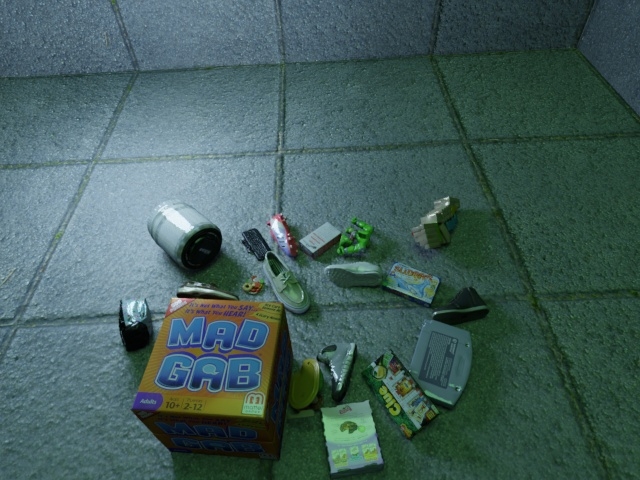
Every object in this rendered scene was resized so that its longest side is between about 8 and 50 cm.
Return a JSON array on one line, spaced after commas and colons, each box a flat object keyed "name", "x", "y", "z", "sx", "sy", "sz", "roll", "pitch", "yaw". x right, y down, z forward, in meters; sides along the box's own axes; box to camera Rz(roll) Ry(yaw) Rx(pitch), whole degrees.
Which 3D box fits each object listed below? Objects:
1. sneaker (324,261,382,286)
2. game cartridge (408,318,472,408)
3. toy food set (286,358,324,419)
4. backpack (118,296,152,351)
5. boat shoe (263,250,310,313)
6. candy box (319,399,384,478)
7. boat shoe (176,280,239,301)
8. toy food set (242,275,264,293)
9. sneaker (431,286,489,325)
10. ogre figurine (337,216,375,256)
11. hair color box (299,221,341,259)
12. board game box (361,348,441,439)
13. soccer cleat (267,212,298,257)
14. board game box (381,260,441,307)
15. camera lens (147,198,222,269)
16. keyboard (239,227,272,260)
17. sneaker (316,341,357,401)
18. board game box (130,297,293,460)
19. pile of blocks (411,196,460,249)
[{"name": "sneaker", "x": 0.133, "y": 0.129, "z": 1.815, "sx": 0.235, "sy": 0.090, "sz": 0.094, "roll": 6, "pitch": 36, "yaw": 3}, {"name": "game cartridge", "x": 0.419, "y": 0.424, "z": 1.549, "sx": 0.196, "sy": 0.060, "sz": 0.294, "roll": 14, "pitch": 51, "yaw": 19}, {"name": "toy food set", "x": -0.037, "y": 0.507, "z": 1.489, "sx": 0.128, "sy": 0.071, "sz": 0.217, "roll": -28, "pitch": 34, "yaw": 28}, {"name": "backpack", "x": -0.693, "y": 0.300, "z": 1.667, "sx": 0.115, "sy": 0.151, "sz": 0.182, "roll": -6, "pitch": 43, "yaw": -24}, {"name": "boat shoe", "x": -0.148, "y": 0.164, "z": 1.777, "sx": 0.109, "sy": 0.094, "sz": 0.302, "roll": -29, "pitch": 53, "yaw": -21}, {"name": "candy box", "x": 0.093, "y": 0.613, "z": 1.384, "sx": 0.165, "sy": 0.070, "sz": 0.196, "roll": -8, "pitch": 49, "yaw": -4}, {"name": "boat shoe", "x": -0.435, "y": 0.202, "z": 1.762, "sx": 0.258, "sy": 0.095, "sz": 0.095, "roll": 9, "pitch": 44, "yaw": 11}, {"name": "toy food set", "x": -0.271, "y": 0.181, "z": 1.818, "sx": 0.084, "sy": 0.020, "sz": 0.082, "roll": 14, "pitch": 50, "yaw": 15}, {"name": "sneaker", "x": 0.511, "y": 0.247, "z": 1.692, "sx": 0.222, "sy": 0.083, "sz": 0.118, "roll": -5, "pitch": 42, "yaw": -12}, {"name": "ogre figurine", "x": 0.157, "y": -0.012, "z": 1.921, "sx": 0.118, "sy": 0.096, "sz": 0.197, "roll": 11, "pitch": 38, "yaw": 27}, {"name": "hair color box", "x": 0.000, "y": 0.000, "z": 1.945, "sx": 0.167, "sy": 0.053, "sz": 0.093, "roll": -34, "pitch": 56, "yaw": -26}, {"name": "board game box", "x": 0.258, "y": 0.499, "z": 1.467, "sx": 0.136, "sy": 0.030, "sz": 0.259, "roll": -44, "pitch": 54, "yaw": 7}, {"name": "soccer cleat", "x": -0.168, "y": -0.012, "z": 1.959, "sx": 0.095, "sy": 0.083, "sz": 0.247, "roll": -32, "pitch": 54, "yaw": 14}, {"name": "board game box", "x": 0.365, "y": 0.173, "z": 1.784, "sx": 0.201, "sy": 0.035, "sz": 0.136, "roll": 20, "pitch": 53, "yaw": 19}, {"name": "camera lens", "x": -0.569, "y": -0.024, "z": 1.882, "sx": 0.274, "sy": 0.219, "sz": 0.219, "roll": 34, "pitch": 58, "yaw": 29}, {"name": "keyboard", "x": -0.289, "y": 0.013, "z": 1.957, "sx": 0.100, "sy": 0.038, "sz": 0.192, "roll": -25, "pitch": 51, "yaw": -18}, {"name": "sneaker", "x": 0.040, "y": 0.444, "z": 1.539, "sx": 0.132, "sy": 0.086, "sz": 0.228, "roll": 8, "pitch": 39, "yaw": 16}, {"name": "board game box", "x": -0.294, "y": 0.428, "z": 1.378, "sx": 0.357, "sy": 0.356, "sz": 0.356, "roll": 2, "pitch": 49, "yaw": 5}, {"name": "pile of blocks", "x": 0.504, "y": -0.066, "z": 1.963, "sx": 0.113, "sy": 0.148, "sz": 0.362, "roll": -18, "pitch": 17, "yaw": 49}]
